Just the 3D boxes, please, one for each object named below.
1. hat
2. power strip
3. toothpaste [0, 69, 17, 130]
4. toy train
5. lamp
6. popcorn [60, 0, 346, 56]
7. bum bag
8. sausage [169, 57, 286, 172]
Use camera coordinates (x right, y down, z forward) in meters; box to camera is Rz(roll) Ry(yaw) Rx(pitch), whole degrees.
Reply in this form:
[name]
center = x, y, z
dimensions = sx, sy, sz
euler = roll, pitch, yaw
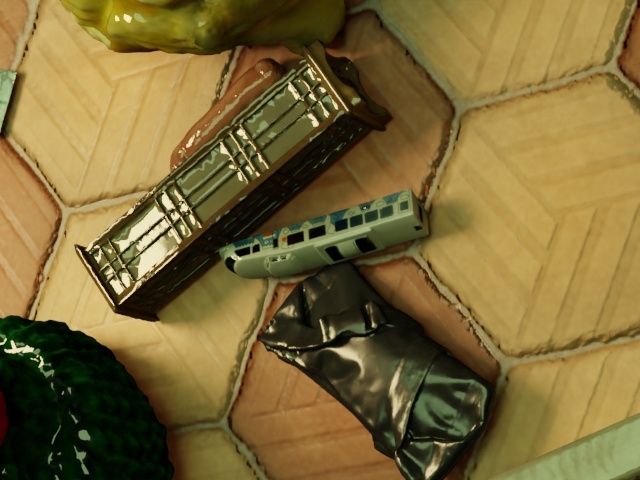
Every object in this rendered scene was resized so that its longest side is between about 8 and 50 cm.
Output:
[hat]
center = -0.308, 0.198, 1.659
dimensions = 0.242, 0.332, 0.274
euler = -45, 65, 10
[power strip]
center = 0.258, 0.191, 1.534
dimensions = 0.288, 0.093, 0.053
euler = -27, 69, 18
[toothpaste]
center = -0.468, -0.175, 1.952
dimensions = 0.297, 0.048, 0.074
euler = 12, 86, 23
[toy train]
center = 0.000, 0.000, 1.700
dimensions = 0.207, 0.043, 0.047
euler = -16, 54, 19
[lamp]
center = -0.087, -0.054, 1.734
dimensions = 0.325, 0.089, 0.090
euler = -39, 68, 13
[popcorn]
center = -0.123, -0.311, 1.686
dimensions = 0.335, 0.279, 0.274
euler = 6, 101, 32
[bum bag]
center = 0.051, 0.119, 1.658
dimensions = 0.248, 0.060, 0.123
euler = 38, 99, 25
[sausage]
center = -0.096, -0.121, 1.776
dimensions = 0.036, 0.042, 0.158
euler = 41, 100, -16
